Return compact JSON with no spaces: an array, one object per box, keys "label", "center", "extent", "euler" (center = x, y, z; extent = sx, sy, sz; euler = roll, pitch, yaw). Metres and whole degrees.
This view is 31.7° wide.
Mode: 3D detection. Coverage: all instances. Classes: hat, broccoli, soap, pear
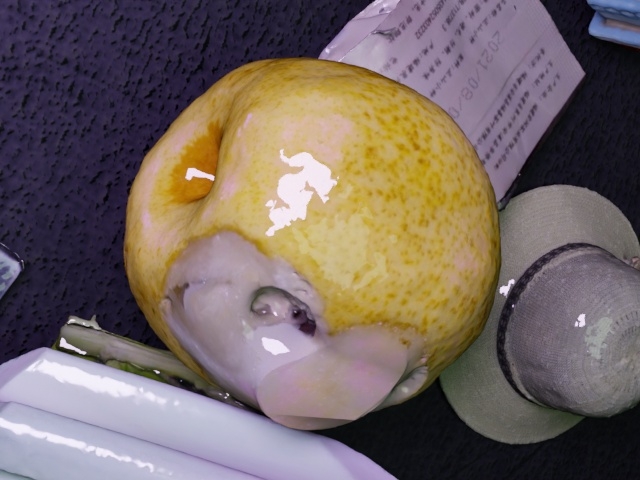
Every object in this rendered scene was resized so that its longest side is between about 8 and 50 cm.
[{"label":"hat","center":[0.240,0.086,1.026],"extent":[0.257,0.130,0.257],"euler":[-8,107,-26]},{"label":"broccoli","center":[-0.111,0.113,0.876],"extent":[0.204,0.118,0.122],"euler":[29,108,-14]},{"label":"soap","center":[-0.090,0.222,0.797],"extent":[0.347,0.115,0.208],"euler":[19,115,-6]},{"label":"pear","center":[0.000,0.000,0.807],"extent":[0.271,0.271,0.271],"euler":[-7,106,-26]}]

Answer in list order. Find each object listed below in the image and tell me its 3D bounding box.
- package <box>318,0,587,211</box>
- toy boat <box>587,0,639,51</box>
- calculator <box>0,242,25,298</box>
[{"label":"package","center":[0.113,-0.125,0.947],"extent":[0.251,0.062,0.204],"euler":[-47,120,-14]},{"label":"toy boat","center":[0.340,-0.319,0.964],"extent":[0.133,0.145,0.332],"euler":[26,93,-37]},{"label":"calculator","center":[-0.342,0.076,0.780],"extent":[0.161,0.021,0.262],"euler":[41,83,-30]}]
